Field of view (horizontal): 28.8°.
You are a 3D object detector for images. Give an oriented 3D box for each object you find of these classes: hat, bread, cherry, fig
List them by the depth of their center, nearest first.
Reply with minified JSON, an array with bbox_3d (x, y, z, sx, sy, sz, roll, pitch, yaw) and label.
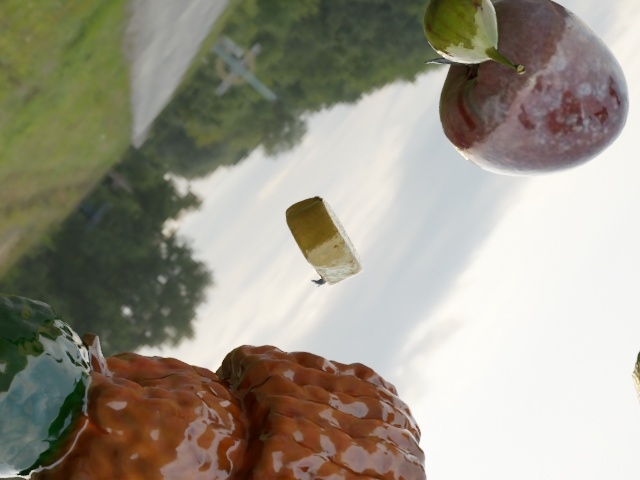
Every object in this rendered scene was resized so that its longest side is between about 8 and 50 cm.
[{"bbox_3d":[-0.119,0.197,0.937,0.285,0.400,0.285,-35,-135,44],"label":"hat"},{"bbox_3d":[0.173,-0.232,1.463,0.093,0.093,0.166,-43,-136,32],"label":"fig"},{"bbox_3d":[0.269,-0.205,1.657,0.213,0.286,0.236,-106,-148,-64],"label":"cherry"},{"bbox_3d":[0.000,0.000,1.755,0.073,0.122,0.149,-29,150,5],"label":"bread"}]

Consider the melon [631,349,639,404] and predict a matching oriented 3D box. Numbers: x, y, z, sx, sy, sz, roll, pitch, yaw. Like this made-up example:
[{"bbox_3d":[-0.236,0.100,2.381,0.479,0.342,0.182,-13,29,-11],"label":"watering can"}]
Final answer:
[{"bbox_3d":[0.374,0.151,1.224,0.118,0.209,0.064,-34,-136,12],"label":"melon"}]
